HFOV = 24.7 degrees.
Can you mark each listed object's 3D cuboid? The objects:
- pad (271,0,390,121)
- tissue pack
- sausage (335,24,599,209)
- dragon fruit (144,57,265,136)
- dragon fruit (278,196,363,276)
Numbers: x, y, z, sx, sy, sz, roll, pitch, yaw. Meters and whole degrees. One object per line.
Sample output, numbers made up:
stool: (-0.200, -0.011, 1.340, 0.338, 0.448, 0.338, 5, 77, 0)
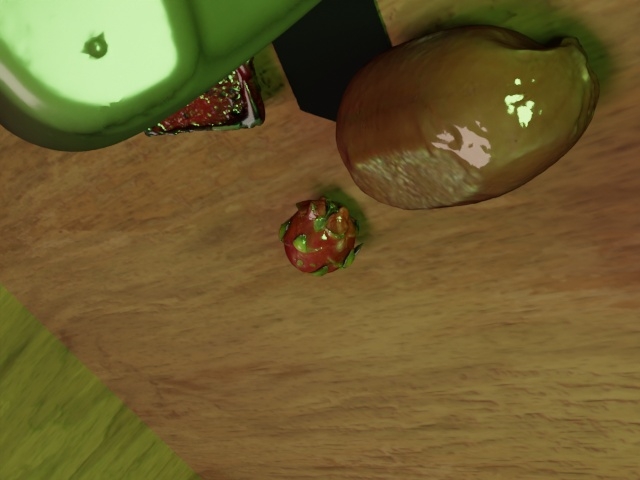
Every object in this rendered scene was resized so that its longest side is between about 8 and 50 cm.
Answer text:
pad: (0.003, -0.184, 1.319, 0.164, 0.004, 0.243, 22, 151, 36)
tissue pack: (-0.094, -0.246, 0.882, 0.267, 0.387, 0.277, 49, 173, -19)
sausage: (0.104, -0.098, 1.158, 0.148, 0.148, 0.254, 48, 159, -15)
dragon fruit: (-0.121, -0.182, 1.440, 0.127, 0.121, 0.161, -91, -6, -67)
dragon fruit: (-0.002, 0.000, 1.559, 0.086, 0.081, 0.116, 32, 157, -5)
